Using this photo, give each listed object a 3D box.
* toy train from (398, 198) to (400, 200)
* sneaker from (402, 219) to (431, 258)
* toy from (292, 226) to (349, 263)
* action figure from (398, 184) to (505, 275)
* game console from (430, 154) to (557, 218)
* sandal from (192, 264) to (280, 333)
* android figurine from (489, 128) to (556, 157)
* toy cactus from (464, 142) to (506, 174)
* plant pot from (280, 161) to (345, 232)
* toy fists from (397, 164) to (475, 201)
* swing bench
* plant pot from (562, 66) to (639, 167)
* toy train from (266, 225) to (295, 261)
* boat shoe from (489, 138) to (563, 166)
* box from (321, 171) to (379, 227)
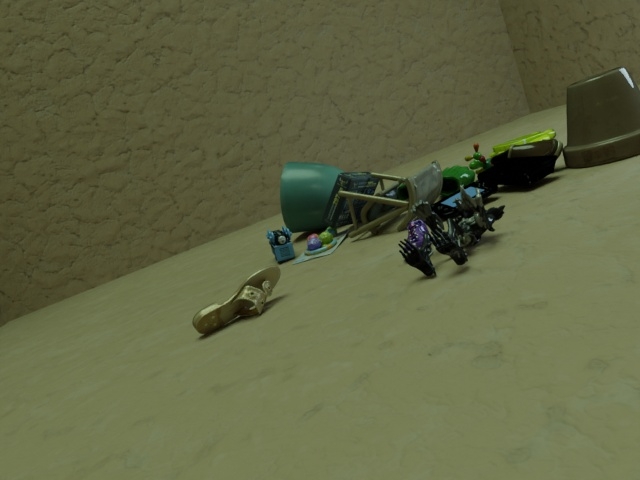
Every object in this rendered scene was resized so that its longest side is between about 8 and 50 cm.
[{"bbox_3d":[0.333,-0.178,2.014,0.024,0.017,0.083,-9,12,11],"label":"toy train"},{"bbox_3d":[0.218,-0.006,1.133,0.068,0.071,0.170,-17,11,19],"label":"sneaker"},{"bbox_3d":[0.000,0.000,1.596,0.137,0.056,0.237,-17,10,23],"label":"toy"},{"bbox_3d":[0.275,-0.039,1.005,0.164,0.141,0.276,-27,4,41],"label":"action figure"},{"bbox_3d":[0.481,-0.154,1.400,0.361,0.044,0.213,-29,15,-13],"label":"game console"},{"bbox_3d":[-0.170,0.153,1.122,0.240,0.088,0.079,-32,45,-22],"label":"sandal"},{"bbox_3d":[0.862,-0.413,2.103,0.273,0.056,0.248,-22,10,-13],"label":"android figurine"},{"bbox_3d":[0.630,-0.283,1.737,0.219,0.112,0.181,-2,12,-41],"label":"toy cactus"},{"bbox_3d":[-0.006,-0.177,1.964,0.235,0.292,0.293,-1,15,15],"label":"plant pot"},{"bbox_3d":[0.417,-0.201,1.750,0.279,0.096,0.142,-8,23,45],"label":"toy fists"},{"bbox_3d":[0.236,-0.131,1.541,0.255,0.165,0.253,-7,15,36],"label":"swing bench"},{"bbox_3d":[0.806,-0.355,1.386,0.263,0.229,0.263,-21,10,4],"label":"plant pot"},{"bbox_3d":[-0.138,0.011,1.671,0.080,0.105,0.184,-13,9,-11],"label":"toy train"},{"bbox_3d":[0.631,-0.261,1.530,0.095,0.095,0.257,21,-15,-15],"label":"boat shoe"},{"bbox_3d":[0.109,-0.146,1.710,0.059,0.183,0.233,30,23,23],"label":"box"}]
